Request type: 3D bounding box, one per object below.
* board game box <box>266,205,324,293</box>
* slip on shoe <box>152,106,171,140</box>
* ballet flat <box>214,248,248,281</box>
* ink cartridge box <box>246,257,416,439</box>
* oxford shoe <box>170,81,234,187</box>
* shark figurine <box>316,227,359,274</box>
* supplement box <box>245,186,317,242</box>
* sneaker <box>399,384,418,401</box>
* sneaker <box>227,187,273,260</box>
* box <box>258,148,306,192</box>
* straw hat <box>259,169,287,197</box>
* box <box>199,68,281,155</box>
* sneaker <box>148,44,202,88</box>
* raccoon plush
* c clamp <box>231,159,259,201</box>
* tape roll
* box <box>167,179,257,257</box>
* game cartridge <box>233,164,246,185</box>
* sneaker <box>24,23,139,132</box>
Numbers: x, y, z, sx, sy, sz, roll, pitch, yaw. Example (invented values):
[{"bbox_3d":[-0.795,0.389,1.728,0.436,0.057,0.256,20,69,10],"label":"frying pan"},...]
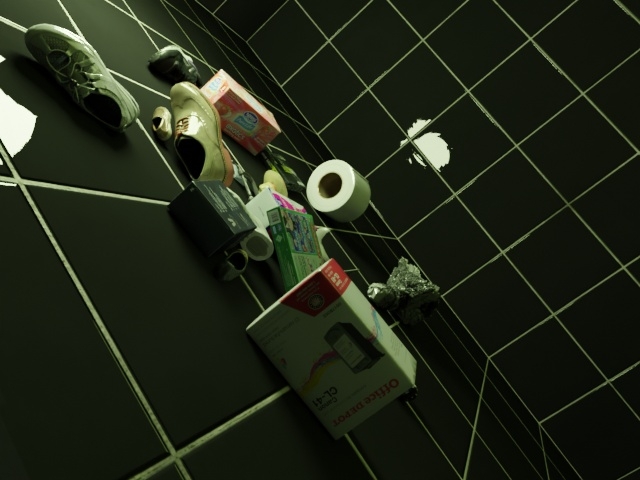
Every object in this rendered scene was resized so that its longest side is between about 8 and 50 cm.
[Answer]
[{"bbox_3d":[-0.044,0.073,1.413,0.213,0.046,0.317,12,61,-68],"label":"board game box"},{"bbox_3d":[-0.444,-0.330,1.419,0.041,0.051,0.135,43,23,-50],"label":"slip on shoe"},{"bbox_3d":[-0.198,0.055,1.207,0.057,0.049,0.173,50,15,-6],"label":"ballet flat"},{"bbox_3d":[0.027,0.228,1.106,0.306,0.226,0.131,51,15,2],"label":"ink cartridge box"},{"bbox_3d":[-0.350,-0.304,1.425,0.130,0.123,0.348,5,55,-64],"label":"oxford shoe"},{"bbox_3d":[0.009,0.019,1.787,0.278,0.116,0.166,51,16,10],"label":"shark figurine"},{"bbox_3d":[-0.122,-0.062,1.593,0.111,0.114,0.220,58,15,25],"label":"supplement box"},{"bbox_3d":[0.212,0.381,1.582,0.234,0.078,0.106,52,12,-8],"label":"sneaker"},{"bbox_3d":[-0.215,-0.052,1.377,0.232,0.090,0.115,55,6,-18],"label":"sneaker"},{"bbox_3d":[-0.159,-0.290,2.164,0.184,0.045,0.191,52,15,14],"label":"box"},{"bbox_3d":[-0.179,-0.168,1.765,0.061,0.144,0.144,-20,67,-34],"label":"straw hat"},{"bbox_3d":[-0.312,-0.486,1.975,0.300,0.154,0.142,35,21,-48],"label":"box"},{"bbox_3d":[-0.494,-0.599,1.821,0.124,0.107,0.283,56,15,-3],"label":"sneaker"},{"bbox_3d":[0.325,0.166,2.211,0.446,0.216,0.299,36,13,-43],"label":"raccoon plush"},{"bbox_3d":[-0.235,-0.174,1.673,0.160,0.022,0.137,65,12,10],"label":"c clamp"},{"bbox_3d":[0.082,-0.220,2.314,0.169,0.246,0.246,27,28,-55],"label":"tape roll"},{"bbox_3d":[-0.254,-0.057,1.226,0.156,0.093,0.158,51,14,2],"label":"box"},{"bbox_3d":[-0.272,-0.217,1.715,0.056,0.017,0.083,35,21,-36],"label":"game cartridge"},{"bbox_3d":[-0.522,-0.357,1.140,0.281,0.105,0.115,42,17,-31],"label":"sneaker"}]
